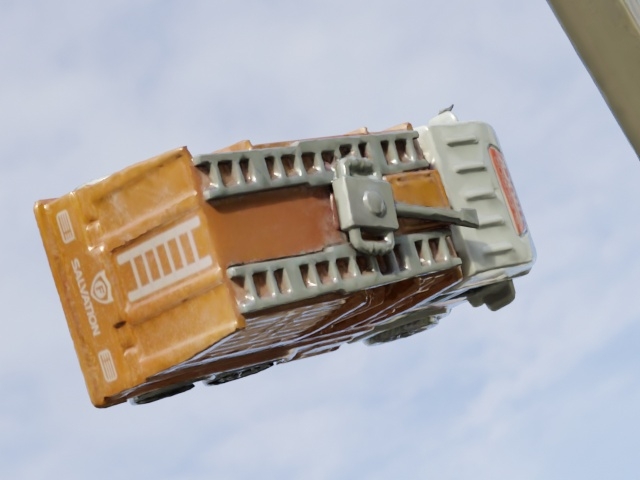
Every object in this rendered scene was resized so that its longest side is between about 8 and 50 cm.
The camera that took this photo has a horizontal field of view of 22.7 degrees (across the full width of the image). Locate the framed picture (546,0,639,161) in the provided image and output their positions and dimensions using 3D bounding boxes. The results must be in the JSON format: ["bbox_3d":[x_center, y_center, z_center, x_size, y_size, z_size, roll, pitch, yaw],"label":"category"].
[{"bbox_3d":[0.103,-0.084,0.454,0.019,0.281,0.209,-26,-76,26],"label":"framed picture"}]

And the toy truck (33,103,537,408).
[{"bbox_3d":[0.000,0.000,1.211,0.388,0.173,0.207,-10,-11,-45],"label":"toy truck"}]
